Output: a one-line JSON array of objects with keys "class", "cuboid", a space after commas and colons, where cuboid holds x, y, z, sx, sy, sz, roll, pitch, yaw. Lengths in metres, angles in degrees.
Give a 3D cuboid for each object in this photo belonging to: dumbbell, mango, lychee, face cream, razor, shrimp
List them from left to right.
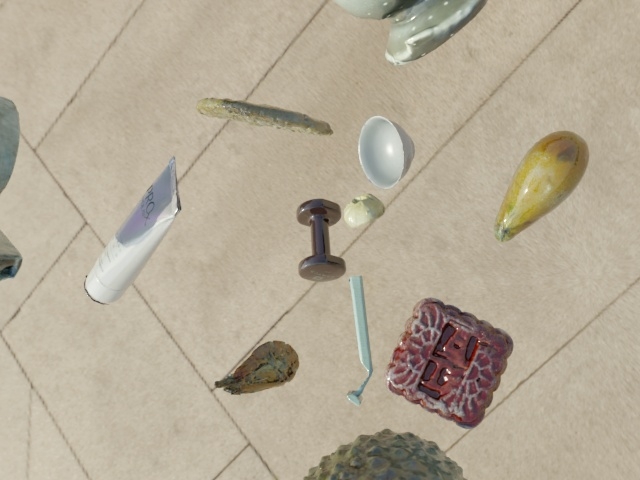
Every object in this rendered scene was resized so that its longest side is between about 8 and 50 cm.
[{"class": "face cream", "cuboid": [-0.243, 0.001, 0.801, 0.243, 0.058, 0.092, -46, 45, 35]}, {"class": "shrimp", "cuboid": [-0.121, 0.251, 1.160, 0.043, 0.184, 0.091, -16, 92, 56]}, {"class": "dumbbell", "cuboid": [0.000, 0.000, 1.757, 0.124, 0.140, 0.225, -36, 47, 46]}, {"class": "razor", "cuboid": [0.089, 0.216, 1.338, 0.056, 0.111, 0.277, 0, 81, 7]}, {"class": "lychee", "cuboid": [0.073, 0.364, 0.747, 0.274, 0.255, 0.255, 1, 87, -11]}, {"class": "mango", "cuboid": [0.539, -0.127, 1.502, 0.146, 0.193, 0.316, 36, 114, 17]}]

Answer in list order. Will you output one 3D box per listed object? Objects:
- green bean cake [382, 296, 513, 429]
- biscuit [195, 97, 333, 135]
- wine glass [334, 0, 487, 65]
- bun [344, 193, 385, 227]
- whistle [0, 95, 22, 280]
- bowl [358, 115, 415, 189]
[{"class": "green bean cake", "cuboid": [0.159, 0.152, 0.761, 0.136, 0.056, 0.135, 25, 85, 7]}, {"class": "biscuit", "cuboid": [-0.120, -0.236, 1.122, 0.290, 0.141, 0.038, 13, 95, 16]}, {"class": "wine glass", "cuboid": [0.034, -0.233, 0.439, 0.111, 0.111, 0.204, -34, 115, 19]}, {"class": "bun", "cuboid": [0.084, -0.063, 1.211, 0.086, 0.086, 0.054, -22, 103, 21]}, {"class": "whistle", "cuboid": [-0.518, -0.080, 0.804, 0.188, 0.168, 0.404, -40, 56, 26]}, {"class": "bowl", "cuboid": [0.186, -0.229, 1.559, 0.189, 0.086, 0.189, 33, 130, 51]}]
